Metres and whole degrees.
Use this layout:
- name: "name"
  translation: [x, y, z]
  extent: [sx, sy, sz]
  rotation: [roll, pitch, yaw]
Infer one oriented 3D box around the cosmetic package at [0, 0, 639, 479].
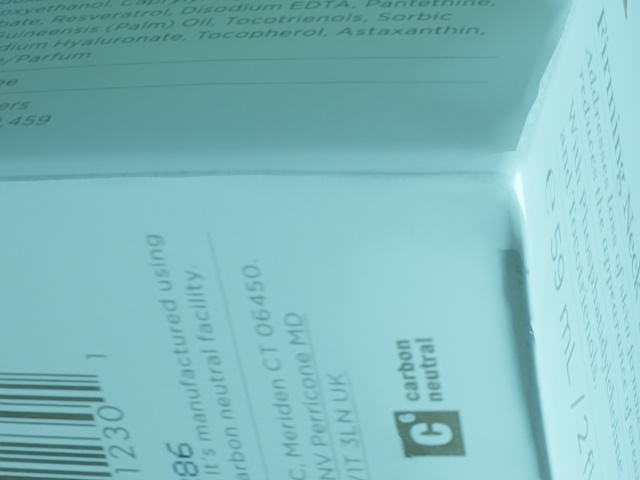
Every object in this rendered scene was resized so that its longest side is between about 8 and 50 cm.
- name: "cosmetic package"
  translation: [0.000, 0.000, 0.888]
  extent: [0.394, 0.327, 0.329]
  rotation: [-65, 148, -52]
